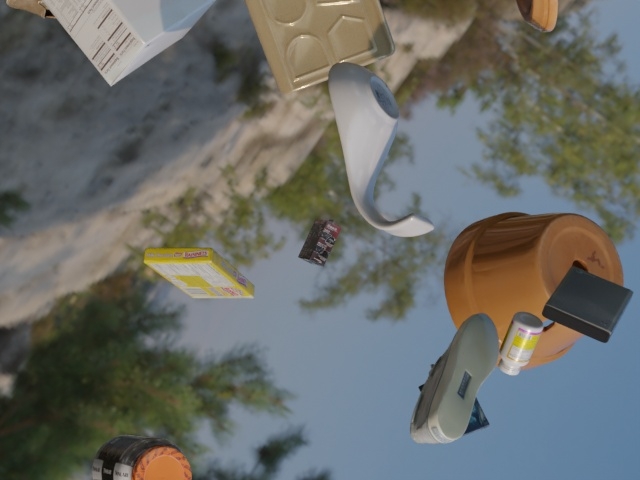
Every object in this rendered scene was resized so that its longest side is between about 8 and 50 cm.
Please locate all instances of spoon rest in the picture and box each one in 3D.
[{"bbox_3d":[0.070,-0.122,1.565,0.084,0.137,0.276,-31,-121,26],"label":"spoon rest"}]

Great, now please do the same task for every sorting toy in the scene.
[{"bbox_3d":[-0.020,-0.441,2.087,0.229,0.307,0.041,-19,-167,10],"label":"sorting toy"}]

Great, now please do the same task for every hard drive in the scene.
[{"bbox_3d":[0.367,0.086,1.595,0.135,0.094,0.022,-39,148,-56],"label":"hard drive"}]

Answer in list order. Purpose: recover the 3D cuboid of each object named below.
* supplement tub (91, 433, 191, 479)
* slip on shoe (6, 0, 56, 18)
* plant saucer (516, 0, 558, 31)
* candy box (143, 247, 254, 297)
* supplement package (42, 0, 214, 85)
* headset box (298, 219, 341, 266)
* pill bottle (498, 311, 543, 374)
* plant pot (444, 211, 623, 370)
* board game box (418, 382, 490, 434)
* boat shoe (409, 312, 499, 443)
[{"bbox_3d":[-0.280,0.366,1.836,0.117,0.117,0.190,-58,-161,-21],"label":"supplement tub"},{"bbox_3d":[-0.533,-0.448,2.238,0.051,0.135,0.041,124,-33,-60],"label":"slip on shoe"},{"bbox_3d":[0.350,-0.443,1.938,0.037,0.200,0.200,-12,-173,0],"label":"plant saucer"},{"bbox_3d":[-0.178,0.051,1.753,0.206,0.105,0.027,51,38,-68],"label":"candy box"},{"bbox_3d":[-0.364,-0.465,2.114,0.199,0.263,0.198,-42,-174,-32],"label":"supplement package"},{"bbox_3d":[0.000,0.000,2.025,0.083,0.032,0.062,-64,-160,-7],"label":"headset box"},{"bbox_3d":[0.270,0.141,1.589,0.043,0.043,0.083,-66,174,-63],"label":"pill bottle"},{"bbox_3d":[0.393,0.072,2.065,0.203,0.291,0.291,-27,-153,57],"label":"plant pot"},{"bbox_3d":[0.278,0.342,2.403,0.026,0.126,0.186,-32,165,27],"label":"board game box"},{"bbox_3d":[0.183,0.194,1.649,0.081,0.079,0.227,-21,-152,43],"label":"boat shoe"}]
